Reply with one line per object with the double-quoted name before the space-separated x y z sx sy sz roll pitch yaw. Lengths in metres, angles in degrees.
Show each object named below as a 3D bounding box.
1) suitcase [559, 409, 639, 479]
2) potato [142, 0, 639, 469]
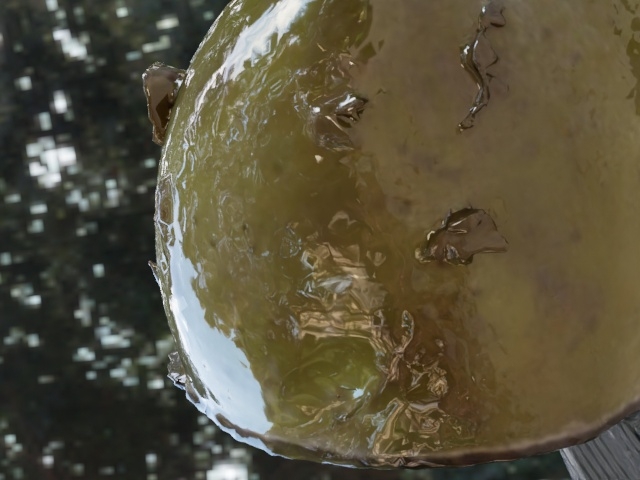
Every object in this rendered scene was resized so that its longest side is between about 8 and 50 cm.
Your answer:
"suitcase" 0.361 0.304 1.973 0.335 0.152 0.229 -112 -3 -76
"potato" 0.077 -0.098 1.272 0.442 0.385 0.319 -47 -43 -50
